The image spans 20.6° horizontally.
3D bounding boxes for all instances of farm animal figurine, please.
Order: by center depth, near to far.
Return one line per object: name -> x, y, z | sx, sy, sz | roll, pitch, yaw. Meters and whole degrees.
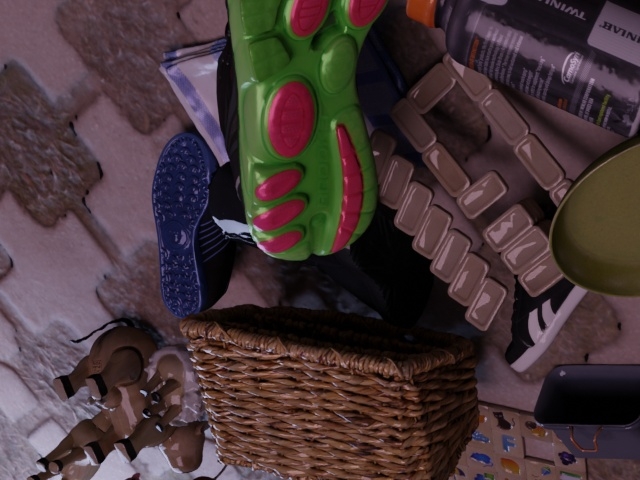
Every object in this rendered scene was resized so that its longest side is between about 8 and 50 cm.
farm animal figurine -> -0.244, 0.249, 2.360 | 0.330, 0.172, 0.327 | 11, 122, 35

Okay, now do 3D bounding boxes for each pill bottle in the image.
pill bottle -> 0.205, -0.201, 1.645 | 0.245, 0.130, 0.130 | 25, 138, 10

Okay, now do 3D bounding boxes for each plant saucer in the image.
plant saucer -> 0.335, -0.035, 1.713 | 0.241, 0.037, 0.241 | -8, 140, -7

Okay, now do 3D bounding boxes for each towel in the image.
towel -> -0.025, -0.141, 1.928 | 0.285, 0.034, 0.209 | -8, 125, 38

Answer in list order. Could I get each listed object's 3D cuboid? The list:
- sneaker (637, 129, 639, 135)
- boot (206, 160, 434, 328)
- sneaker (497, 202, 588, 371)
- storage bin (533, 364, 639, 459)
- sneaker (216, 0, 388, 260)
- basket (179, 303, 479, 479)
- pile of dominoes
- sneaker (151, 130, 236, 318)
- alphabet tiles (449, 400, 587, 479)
sneaker -> 0.335, -0.080, 1.745 | 0.043, 0.040, 0.109 | -15, 119, 44
boot -> 0.000, 0.000, 1.980 | 0.207, 0.094, 0.246 | 20, 166, 32
sneaker -> 0.225, 0.040, 1.912 | 0.121, 0.079, 0.217 | 34, 131, 5
storage bin -> 0.323, 0.206, 1.994 | 0.135, 0.098, 0.091 | -4, 137, 36
sneaker -> -0.032, -0.214, 1.694 | 0.202, 0.185, 0.483 | -126, 36, -50
basket -> 0.025, 0.140, 2.028 | 0.299, 0.213, 0.223 | 9, 130, 27
pile of dominoes -> 0.165, -0.053, 1.834 | 0.196, 0.040, 0.251 | -41, 82, 34
sneaker -> -0.144, -0.026, 2.091 | 0.081, 0.090, 0.232 | 14, 114, 23
alphabet tiles -> 0.218, 0.273, 2.184 | 0.237, 0.009, 0.198 | 11, 134, 25
